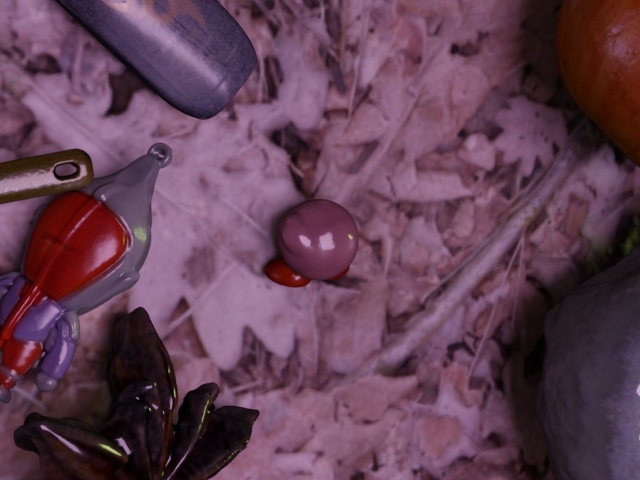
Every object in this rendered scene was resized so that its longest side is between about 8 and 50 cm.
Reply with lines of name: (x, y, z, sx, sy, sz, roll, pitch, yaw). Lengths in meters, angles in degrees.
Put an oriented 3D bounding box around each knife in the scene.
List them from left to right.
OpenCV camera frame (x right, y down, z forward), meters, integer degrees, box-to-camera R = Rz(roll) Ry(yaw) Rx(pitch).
knife: (-0.324, -0.008, 0.930, 0.343, 0.027, 0.061, -12, 93, -17)

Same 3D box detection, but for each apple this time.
apple: (0.344, -0.169, 1.152, 0.286, 0.286, 0.233, 31, 112, -29)

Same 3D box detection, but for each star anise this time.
star anise: (-0.150, 0.184, 1.009, 0.283, 0.129, 0.212, -38, 141, -53)

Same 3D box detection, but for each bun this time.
bun: (0.352, 0.148, 1.264, 0.354, 0.194, 0.354, -3, 97, -29)

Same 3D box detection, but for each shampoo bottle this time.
shampoo bottle: (-0.148, -0.191, 1.010, 0.233, 0.049, 0.087, 43, 75, -27)

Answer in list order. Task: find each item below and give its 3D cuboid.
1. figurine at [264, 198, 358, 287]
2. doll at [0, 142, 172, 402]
figurine: (0.000, 0.000, 1.117, 0.083, 0.067, 0.071, -20, 129, -41)
doll: (-0.185, 0.017, 1.004, 0.227, 0.102, 0.075, -55, 163, -8)
